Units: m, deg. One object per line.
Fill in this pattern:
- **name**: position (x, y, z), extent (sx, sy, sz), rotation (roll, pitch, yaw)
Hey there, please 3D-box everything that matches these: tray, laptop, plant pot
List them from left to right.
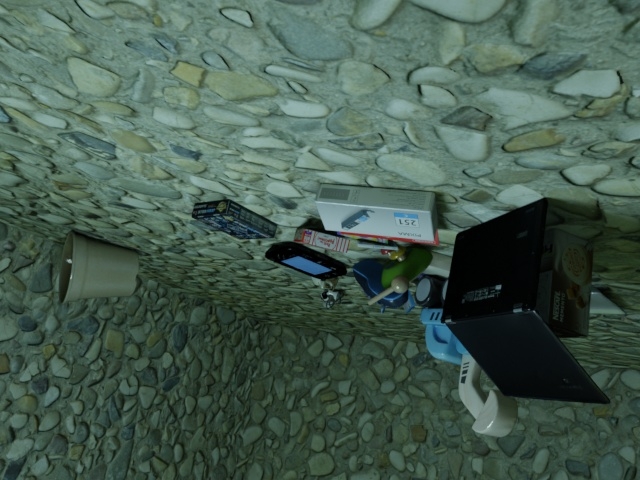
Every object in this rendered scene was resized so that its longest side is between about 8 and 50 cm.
- **plant pot**: position (-1.022, 0.140, 2.720), extent (0.305, 0.334, 0.334), rotation (8, 168, -31)
- **laptop**: position (0.499, 0.164, 1.450), extent (0.236, 0.408, 0.382), rotation (17, 163, -15)
- **tray**: position (0.920, 0.202, 1.983), extent (0.145, 0.030, 0.270), rotation (-3, 159, 44)

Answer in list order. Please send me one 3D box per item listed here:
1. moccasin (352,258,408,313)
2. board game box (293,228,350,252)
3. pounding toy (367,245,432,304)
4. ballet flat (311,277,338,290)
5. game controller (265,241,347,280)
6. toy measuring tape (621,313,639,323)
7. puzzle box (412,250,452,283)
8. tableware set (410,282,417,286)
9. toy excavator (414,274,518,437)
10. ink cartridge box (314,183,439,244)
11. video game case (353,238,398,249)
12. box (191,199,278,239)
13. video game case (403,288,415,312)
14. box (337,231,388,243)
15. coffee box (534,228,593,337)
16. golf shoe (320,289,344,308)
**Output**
- **moccasin**: position (0.217, 0.157, 1.982), extent (0.137, 0.117, 0.342), rotation (-22, -159, -6)
- **board game box**: position (0.000, 0.000, 1.843), extent (0.146, 0.045, 0.193), rotation (14, 178, -9)
- **pounding toy**: position (0.229, 0.072, 1.801), extent (0.183, 0.237, 0.110), rotation (-26, 105, 47)
- **ballet flat**: position (0.008, 0.162, 2.429), extent (0.073, 0.067, 0.206), rotation (1, 161, 37)
- **game controller**: position (-0.050, 0.083, 2.202), extent (0.319, 0.067, 0.166), rotation (24, 160, -38)
- **toy measuring tape**: position (1.177, 0.303, 1.997), extent (0.121, 0.121, 0.330), rotation (18, 163, -21)
- **puzzle box**: position (0.489, 0.134, 2.019), extent (0.408, 0.052, 0.272), rotation (16, 164, -14)
- **tableware set**: position (0.342, 0.148, 2.232), extent (0.154, 0.024, 0.104), rotation (4, 159, 29)
- **toy excavator**: position (0.460, 0.344, 1.810), extent (0.222, 0.445, 0.433), rotation (17, 168, -22)
- **ink cartridge box**: position (0.157, -0.043, 1.539), extent (0.296, 0.066, 0.261), rotation (6, 152, 19)
- **video game case**: position (0.166, 0.007, 1.776), extent (0.122, 0.011, 0.087), rotation (5, -164, -7)
- **box**: position (-0.276, -0.062, 1.888), extent (0.175, 0.051, 0.220), rotation (-3, 158, 42)
- **video game case**: position (0.293, 0.187, 2.052), extent (0.015, 0.119, 0.166), rotation (-20, 166, -5)
- **box**: position (0.137, -0.031, 1.720), extent (0.179, 0.043, 0.105), rotation (7, 164, 10)
- **coffee box**: position (0.607, 0.112, 1.497), extent (0.141, 0.247, 0.098), rotation (18, 162, -21)
- **golf shoe**: position (0.039, 0.268, 2.790), extent (0.094, 0.077, 0.198), rotation (27, 154, -12)
